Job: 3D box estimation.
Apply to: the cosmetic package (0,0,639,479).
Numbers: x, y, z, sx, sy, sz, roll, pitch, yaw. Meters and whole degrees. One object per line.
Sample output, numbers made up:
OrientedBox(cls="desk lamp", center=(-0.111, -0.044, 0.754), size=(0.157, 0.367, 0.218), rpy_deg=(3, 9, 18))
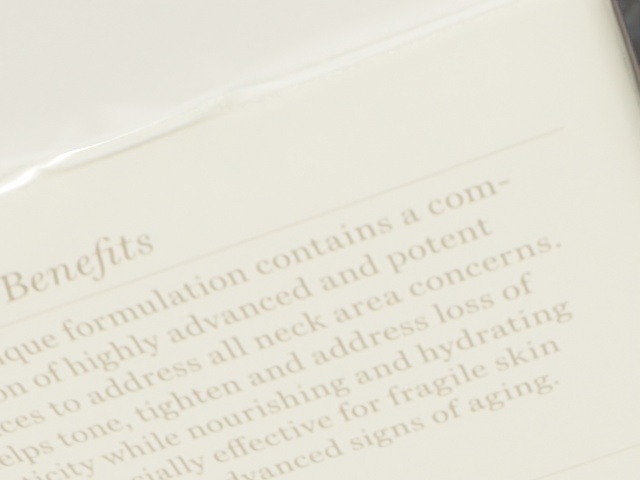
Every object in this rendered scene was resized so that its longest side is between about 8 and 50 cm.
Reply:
OrientedBox(cls="cosmetic package", center=(0.000, 0.000, 0.767), size=(0.329, 0.393, 0.327), rpy_deg=(-19, 38, 11))
